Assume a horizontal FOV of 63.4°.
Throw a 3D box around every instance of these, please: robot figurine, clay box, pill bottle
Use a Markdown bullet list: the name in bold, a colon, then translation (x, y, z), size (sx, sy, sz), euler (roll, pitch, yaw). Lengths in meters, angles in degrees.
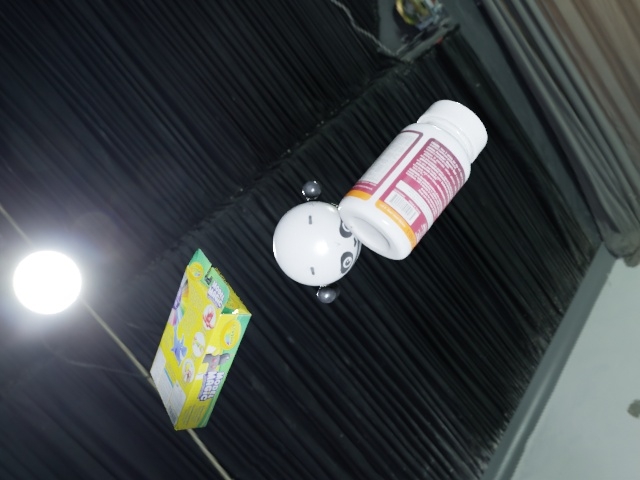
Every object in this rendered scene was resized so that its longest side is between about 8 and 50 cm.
- **robot figurine**: translation (0.003, 0.002, 1.081), size (0.173, 0.209, 0.278), euler (-48, -3, 7)
- **clay box**: translation (-0.169, 0.136, 0.730), size (0.127, 0.053, 0.221), euler (42, 114, 46)
- **pill bottle**: translation (0.136, -0.090, 0.746), size (0.221, 0.121, 0.121), euler (-49, 16, -15)
